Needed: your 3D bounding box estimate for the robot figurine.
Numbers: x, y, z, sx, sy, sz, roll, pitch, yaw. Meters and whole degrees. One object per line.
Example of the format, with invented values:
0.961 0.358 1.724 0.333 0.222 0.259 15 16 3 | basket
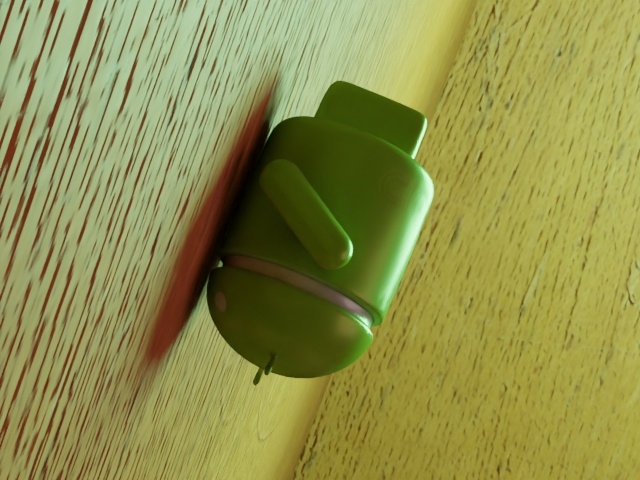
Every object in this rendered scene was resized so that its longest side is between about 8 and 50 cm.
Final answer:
0.000 0.000 0.620 0.101 0.067 0.115 115 -2 -77 | robot figurine
